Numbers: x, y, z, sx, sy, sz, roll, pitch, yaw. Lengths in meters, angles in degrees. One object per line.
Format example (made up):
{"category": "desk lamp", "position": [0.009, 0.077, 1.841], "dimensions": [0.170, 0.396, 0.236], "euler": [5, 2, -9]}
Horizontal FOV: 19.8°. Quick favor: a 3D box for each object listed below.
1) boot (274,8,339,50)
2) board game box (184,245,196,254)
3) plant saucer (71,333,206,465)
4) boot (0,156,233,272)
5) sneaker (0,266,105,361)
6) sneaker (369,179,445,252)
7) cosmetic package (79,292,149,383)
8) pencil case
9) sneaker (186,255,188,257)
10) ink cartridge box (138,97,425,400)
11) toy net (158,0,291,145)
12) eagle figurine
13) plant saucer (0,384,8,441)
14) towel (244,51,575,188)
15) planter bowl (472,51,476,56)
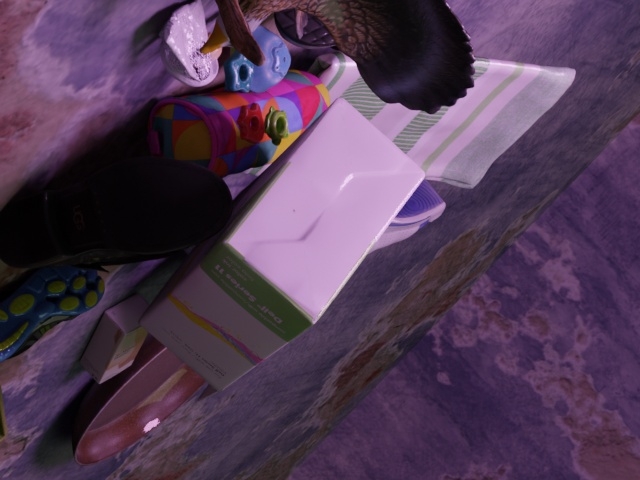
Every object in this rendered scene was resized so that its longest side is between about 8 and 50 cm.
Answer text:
{"category": "boot", "position": [0.039, -0.238, 1.927], "dimensions": [0.246, 0.083, 0.161], "euler": [-31, 171, -28]}
{"category": "board game box", "position": [-0.140, -0.002, 2.086], "dimensions": [0.020, 0.090, 0.090], "euler": [-34, 164, -20]}
{"category": "plant saucer", "position": [-0.227, 0.184, 2.492], "dimensions": [0.310, 0.050, 0.310], "euler": [-40, 167, -11]}
{"category": "boot", "position": [-0.176, -0.019, 1.813], "dimensions": [0.263, 0.091, 0.229], "euler": [-9, 174, 19]}
{"category": "sneaker", "position": [-0.309, 0.076, 1.936], "dimensions": [0.188, 0.067, 0.078], "euler": [-35, -174, -36]}
{"category": "sneaker", "position": [-0.001, 0.001, 2.461], "dimensions": [0.315, 0.127, 0.182], "euler": [-26, 163, -33]}
{"category": "cosmetic package", "position": [-0.249, 0.121, 2.254], "dimensions": [0.060, 0.041, 0.115], "euler": [-31, 162, -39]}
{"category": "pencil case", "position": [-0.084, -0.118, 1.891], "dimensions": [0.104, 0.104, 0.236], "euler": [-51, 164, 29]}
{"category": "sneaker", "position": [-0.083, 0.001, 2.241], "dimensions": [0.343, 0.146, 0.134], "euler": [-48, 134, -37]}
{"category": "ink cartridge box", "position": [-0.057, 0.021, 1.833], "dimensions": [0.207, 0.119, 0.353], "euler": [-53, -174, -28]}
{"category": "toy net", "position": [-0.098, -0.162, 1.749], "dimensions": [0.232, 0.045, 0.122], "euler": [12, 84, -60]}
{"category": "eagle figurine", "position": [-0.014, -0.227, 1.539], "dimensions": [0.225, 0.226, 0.298], "euler": [-8, 173, 40]}
{"category": "plant saucer", "position": [-0.440, 0.231, 2.037], "dimensions": [0.188, 0.045, 0.188], "euler": [-38, 166, -20]}
{"category": "towel", "position": [0.097, -0.136, 2.102], "dimensions": [0.325, 0.038, 0.248], "euler": [3, 149, -29]}
{"category": "planter bowl", "position": [0.131, -0.163, 2.279], "dimensions": [0.109, 0.162, 0.162], "euler": [-11, 155, -17]}
